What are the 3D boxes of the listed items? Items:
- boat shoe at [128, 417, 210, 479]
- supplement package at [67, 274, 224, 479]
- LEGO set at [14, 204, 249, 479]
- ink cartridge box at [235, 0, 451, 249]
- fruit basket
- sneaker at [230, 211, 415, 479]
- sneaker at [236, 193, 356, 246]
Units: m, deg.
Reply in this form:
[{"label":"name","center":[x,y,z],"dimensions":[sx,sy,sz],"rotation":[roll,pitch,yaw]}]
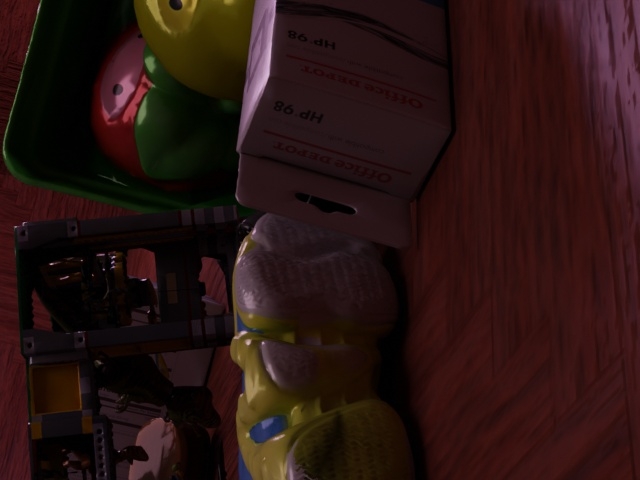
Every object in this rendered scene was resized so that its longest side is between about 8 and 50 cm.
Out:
[{"label":"boat shoe","center":[-0.141,0.260,1.128],"dimensions":[0.073,0.073,0.207],"rotation":[29,-104,-63]},{"label":"supplement package","center":[-0.201,0.163,1.338],"dimensions":[0.139,0.133,0.244],"rotation":[-173,98,-78]},{"label":"LEGO set","center":[-0.116,0.121,0.986],"dimensions":[0.255,0.192,0.331],"rotation":[94,169,-65]},{"label":"ink cartridge box","center":[0.014,-0.088,0.708],"dimensions":[0.180,0.104,0.060],"rotation":[-88,18,-44]},{"label":"fruit basket","center":[-0.090,-0.194,1.019],"dimensions":[0.392,0.283,0.392],"rotation":[15,-90,-84]},{"label":"sneaker","center":[-0.015,0.089,0.666],"dimensions":[0.240,0.091,0.126],"rotation":[-93,20,-53]},{"label":"sneaker","center":[-0.002,-0.001,0.802],"dimensions":[0.089,0.051,0.170],"rotation":[-44,-30,-18]}]
